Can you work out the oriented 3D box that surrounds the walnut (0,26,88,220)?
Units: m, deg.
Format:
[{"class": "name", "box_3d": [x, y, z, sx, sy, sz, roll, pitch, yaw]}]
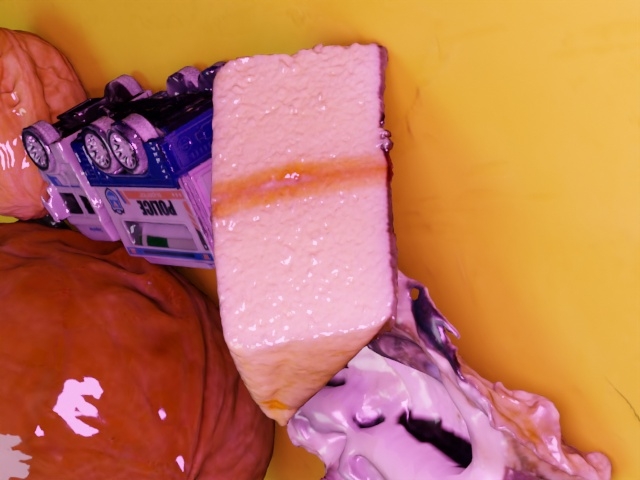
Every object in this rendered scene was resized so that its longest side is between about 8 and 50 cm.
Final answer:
[{"class": "walnut", "box_3d": [-0.301, -0.114, 1.572, 0.159, 0.159, 0.206, 116, 138, -56]}]

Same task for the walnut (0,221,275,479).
[{"class": "walnut", "box_3d": [-0.230, 0.147, 1.510, 0.398, 0.354, 0.307, 23, 98, 44]}]

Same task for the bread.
[{"class": "bread", "box_3d": [0.000, 0.000, 1.184, 0.178, 0.135, 0.240, 71, -166, -60]}]

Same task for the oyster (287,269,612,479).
[{"class": "oyster", "box_3d": [0.071, 0.108, 1.228, 0.351, 0.115, 0.237, 30, 130, 37]}]

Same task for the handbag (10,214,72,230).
[{"class": "handbag", "box_3d": [-0.350, 0.139, 1.744, 0.178, 0.302, 0.275, 37, 138, 26]}]

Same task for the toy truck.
[{"class": "toy truck", "box_3d": [-0.145, -0.059, 1.414, 0.268, 0.124, 0.155, 3, 122, 56]}]
